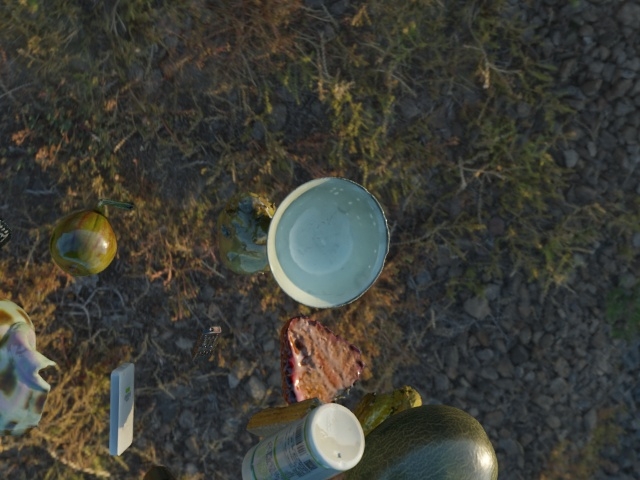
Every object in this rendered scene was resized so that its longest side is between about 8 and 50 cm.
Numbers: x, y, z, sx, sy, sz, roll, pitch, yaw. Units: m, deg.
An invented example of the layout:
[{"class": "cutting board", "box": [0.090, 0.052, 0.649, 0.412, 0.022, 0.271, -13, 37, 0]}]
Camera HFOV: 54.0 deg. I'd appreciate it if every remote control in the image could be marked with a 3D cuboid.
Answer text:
[{"class": "remote control", "box": [-0.315, 0.286, 1.728, 0.059, 0.028, 0.212, 0, 149, -21]}, {"class": "remote control", "box": [-0.573, 0.485, 1.814, 0.034, 0.103, 0.250, 5, 98, 7]}]

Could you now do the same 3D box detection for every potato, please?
[{"class": "potato", "box": [-0.182, -0.021, 1.684, 0.191, 0.141, 0.296, 5, 142, 0]}]

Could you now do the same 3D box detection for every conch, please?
[{"class": "conch", "box": [-0.602, 0.223, 1.105, 0.197, 0.368, 0.250, -3, 79, -34]}]

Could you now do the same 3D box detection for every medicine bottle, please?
[{"class": "medicine bottle", "box": [-0.027, 0.284, 0.832, 0.086, 0.086, 0.183, 21, 139, -26]}]

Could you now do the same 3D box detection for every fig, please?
[{"class": "fig", "box": [-0.512, -0.017, 1.384, 0.147, 0.142, 0.187, 2, 75, 5]}]

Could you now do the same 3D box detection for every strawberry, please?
[{"class": "strawberry", "box": [-0.039, 0.380, 1.857, 0.280, 0.150, 0.254, 37, 70, -14]}]

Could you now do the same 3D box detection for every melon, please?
[{"class": "melon", "box": [0.184, 0.447, 1.193, 0.301, 0.237, 0.238, -28, 120, -10]}]

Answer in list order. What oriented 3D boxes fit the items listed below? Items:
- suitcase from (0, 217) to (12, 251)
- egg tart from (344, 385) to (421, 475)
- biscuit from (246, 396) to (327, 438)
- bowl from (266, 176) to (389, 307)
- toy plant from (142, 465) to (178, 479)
[{"class": "suitcase", "box": [-0.873, -0.002, 1.471, 0.312, 0.128, 0.202, -25, 110, 37]}, {"class": "egg tart", "box": [0.122, 0.454, 1.466, 0.123, 0.294, 0.294, 31, 103, 4]}, {"class": "biscuit", "box": [-0.063, 0.414, 1.419, 0.094, 0.378, 0.054, 31, 61, -15]}, {"class": "bowl", "box": [0.000, 0.000, 1.547, 0.313, 0.146, 0.314, -2, 98, -18]}, {"class": "toy plant", "box": [-0.327, 0.587, 1.357, 0.105, 0.200, 0.143, -10, 124, -26]}]
